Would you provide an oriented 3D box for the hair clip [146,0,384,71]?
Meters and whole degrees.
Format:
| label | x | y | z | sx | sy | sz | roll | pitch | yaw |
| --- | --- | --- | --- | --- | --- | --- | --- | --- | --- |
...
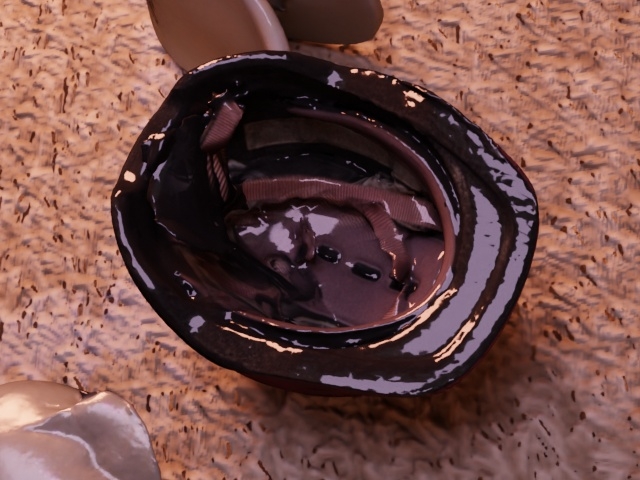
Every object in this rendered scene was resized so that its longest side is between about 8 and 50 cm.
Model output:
| label | x | y | z | sx | sy | sz | roll | pitch | yaw |
| --- | --- | --- | --- | --- | --- | --- | --- | --- | --- |
| hair clip | -0.071 | -0.187 | 1.316 | 0.113 | 0.172 | 0.282 | -36 | 65 | -20 |

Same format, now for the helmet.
| label | x | y | z | sx | sy | sz | roll | pitch | yaw |
| --- | --- | --- | --- | --- | --- | --- | --- | --- | --- |
| helmet | 0.000 | 0.000 | 1.167 | 0.253 | 0.154 | 0.198 | 26 | 79 | 10 |

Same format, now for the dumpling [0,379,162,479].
| label | x | y | z | sx | sy | sz | roll | pitch | yaw |
| --- | --- | --- | --- | --- | --- | --- | --- | --- | --- |
| dumpling | -0.173 | 0.155 | 1.160 | 0.176 | 0.092 | 0.150 | -8 | 69 | 7 |
